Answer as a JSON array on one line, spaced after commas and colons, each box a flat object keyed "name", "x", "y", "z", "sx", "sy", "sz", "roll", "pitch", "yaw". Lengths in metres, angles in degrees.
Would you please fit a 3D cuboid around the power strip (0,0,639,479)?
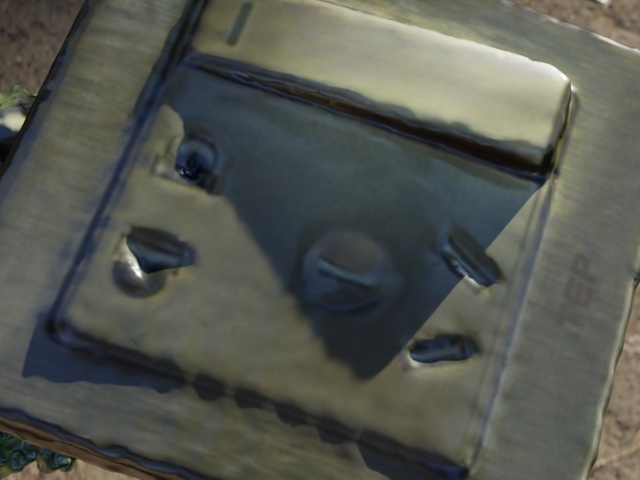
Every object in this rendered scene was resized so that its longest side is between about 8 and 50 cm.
[{"name": "power strip", "x": 0.001, "y": -0.001, "z": 0.598, "sx": 0.257, "sy": 0.092, "sz": 0.251, "roll": 19, "pitch": 69, "yaw": 5}]

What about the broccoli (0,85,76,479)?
[{"name": "broccoli", "x": -0.211, "y": 0.005, "z": 0.861, "sx": 0.243, "sy": 0.247, "sz": 0.263, "roll": 2, "pitch": 48, "yaw": 26}]
